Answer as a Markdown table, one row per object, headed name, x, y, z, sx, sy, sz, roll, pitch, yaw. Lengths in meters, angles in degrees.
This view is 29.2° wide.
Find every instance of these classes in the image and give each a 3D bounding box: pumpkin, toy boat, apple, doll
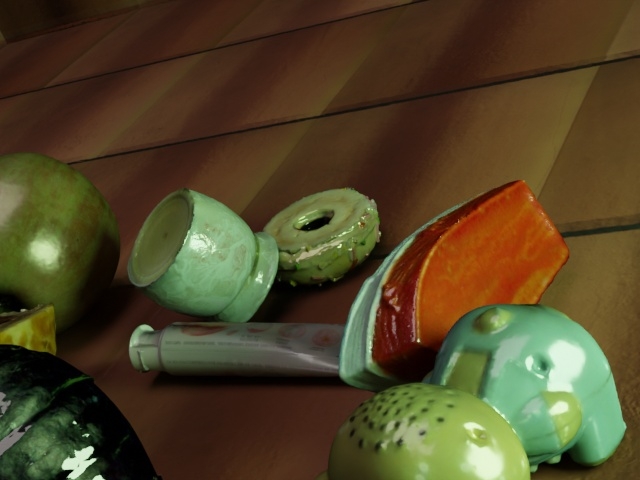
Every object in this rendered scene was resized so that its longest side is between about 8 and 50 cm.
| name | x | y | z | sx | sy | sz | roll | pitch | yaw |
| --- | --- | --- | --- | --- | --- | --- | --- | --- | --- |
| pumpkin | -0.287 | 0.244 | 1.069 | 0.296 | 0.296 | 0.296 | -19 | 25 | 9 |
| toy boat | 0.126 | 0.059 | 1.282 | 0.133 | 0.145 | 0.332 | -30 | 5 | 42 |
| apple | -0.411 | 0.015 | 1.707 | 0.257 | 0.257 | 0.234 | -9 | 43 | 27 |
| doll | 0.124 | 0.170 | 1.047 | 0.177 | 0.161 | 0.261 | 9 | 37 | 46 |

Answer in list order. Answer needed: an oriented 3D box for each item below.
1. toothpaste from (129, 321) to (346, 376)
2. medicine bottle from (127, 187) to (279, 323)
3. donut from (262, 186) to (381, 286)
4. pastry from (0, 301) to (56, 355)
| name | x | y | z | sx | sy | sz | roll | pitch | yaw |
| --- | --- | --- | --- | --- | --- | --- | --- | --- | --- |
| toothpaste | -0.074 | 0.125 | 1.424 | 0.323 | 0.066 | 0.100 | -3 | 26 | 28 |
| medicine bottle | -0.144 | 0.026 | 1.531 | 0.147 | 0.143 | 0.147 | -34 | 39 | 34 |
| donut | 0.000 | 0.000 | 1.604 | 0.175 | 0.068 | 0.174 | -16 | 27 | 9 |
| pastry | -0.433 | 0.173 | 1.502 | 0.237 | 0.170 | 0.256 | -7 | 2 | 24 |
